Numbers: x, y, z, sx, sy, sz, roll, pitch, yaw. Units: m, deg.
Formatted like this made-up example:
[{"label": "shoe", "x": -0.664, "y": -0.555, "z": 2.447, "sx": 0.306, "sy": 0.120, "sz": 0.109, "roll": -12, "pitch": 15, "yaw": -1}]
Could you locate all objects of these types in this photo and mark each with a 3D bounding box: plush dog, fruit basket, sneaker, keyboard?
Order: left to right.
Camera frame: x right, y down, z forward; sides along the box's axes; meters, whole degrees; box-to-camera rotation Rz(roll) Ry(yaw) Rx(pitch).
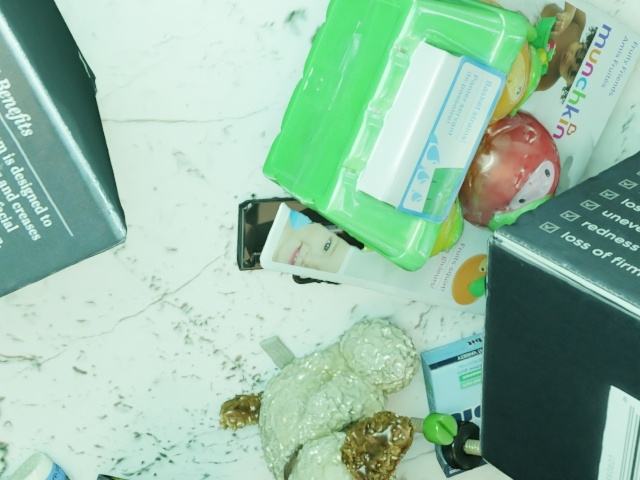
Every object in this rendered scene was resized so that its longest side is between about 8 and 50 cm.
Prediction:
[{"label": "sneaker", "x": -0.339, "y": 0.312, "z": 1.121, "sx": 0.152, "sy": 0.058, "sz": 0.085, "roll": -40, "pitch": 115, "yaw": 0}, {"label": "keyboard", "x": 0.000, "y": 0.000, "z": 1.067, "sx": 0.180, "sy": 0.023, "sz": 0.108, "roll": -4, "pitch": 114, "yaw": -15}, {"label": "plush dog", "x": 0.011, "y": 0.239, "z": 1.089, "sx": 0.210, "sy": 0.225, "sz": 0.263, "roll": -1, "pitch": 120, "yaw": -18}, {"label": "fruit basket", "x": 0.142, "y": -0.087, "z": 0.915, "sx": 0.353, "sy": 0.165, "sz": 0.327, "roll": 17, "pitch": 101, "yaw": -34}]

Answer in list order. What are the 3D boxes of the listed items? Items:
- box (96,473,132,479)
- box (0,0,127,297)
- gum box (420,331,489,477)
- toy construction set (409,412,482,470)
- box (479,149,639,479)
[{"label": "box", "x": -0.140, "y": 0.308, "z": 1.088, "sx": 0.159, "sy": 0.233, "sz": 0.044, "roll": 20, "pitch": 79, "yaw": -27}, {"label": "box", "x": -0.376, "y": -0.068, "z": 0.740, "sx": 0.395, "sy": 0.293, "sz": 0.212, "roll": -25, "pitch": 125, "yaw": -3}, {"label": "gum box", "x": 0.212, "y": 0.195, "z": 1.239, "sx": 0.156, "sy": 0.041, "sz": 0.184, "roll": -18, "pitch": 123, "yaw": -8}, {"label": "toy construction set", "x": 0.247, "y": 0.364, "z": 1.112, "sx": 0.257, "sy": 0.237, "sz": 0.309, "roll": 15, "pitch": 77, "yaw": -37}, {"label": "box", "x": 0.479, "y": 0.109, "z": 0.922, "sx": 0.471, "sy": 0.479, "sz": 0.298, "roll": -28, "pitch": 130, "yaw": -31}]
